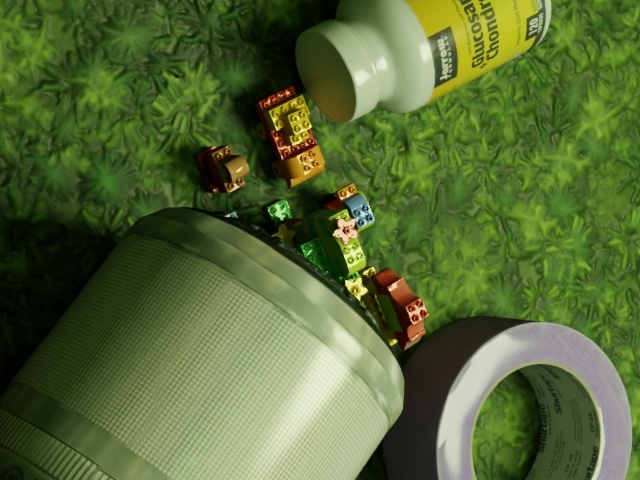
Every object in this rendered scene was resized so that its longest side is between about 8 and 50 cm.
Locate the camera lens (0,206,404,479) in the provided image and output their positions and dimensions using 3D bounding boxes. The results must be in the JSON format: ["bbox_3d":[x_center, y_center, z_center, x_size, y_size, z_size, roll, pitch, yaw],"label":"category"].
[{"bbox_3d":[-0.094,0.133,1.019,0.219,0.219,0.274,44,71,-23],"label":"camera lens"}]

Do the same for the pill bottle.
[{"bbox_3d":[0.076,-0.158,1.176,0.184,0.103,0.103,-29,105,-26],"label":"pill bottle"}]

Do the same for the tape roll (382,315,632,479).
[{"bbox_3d":[0.148,0.155,1.236,0.189,0.080,0.189,0,90,-29],"label":"tape roll"}]

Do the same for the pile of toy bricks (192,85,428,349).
[{"bbox_3d":[0.000,0.000,1.135,0.118,0.105,0.212,-30,105,-25],"label":"pile of toy bricks"}]
